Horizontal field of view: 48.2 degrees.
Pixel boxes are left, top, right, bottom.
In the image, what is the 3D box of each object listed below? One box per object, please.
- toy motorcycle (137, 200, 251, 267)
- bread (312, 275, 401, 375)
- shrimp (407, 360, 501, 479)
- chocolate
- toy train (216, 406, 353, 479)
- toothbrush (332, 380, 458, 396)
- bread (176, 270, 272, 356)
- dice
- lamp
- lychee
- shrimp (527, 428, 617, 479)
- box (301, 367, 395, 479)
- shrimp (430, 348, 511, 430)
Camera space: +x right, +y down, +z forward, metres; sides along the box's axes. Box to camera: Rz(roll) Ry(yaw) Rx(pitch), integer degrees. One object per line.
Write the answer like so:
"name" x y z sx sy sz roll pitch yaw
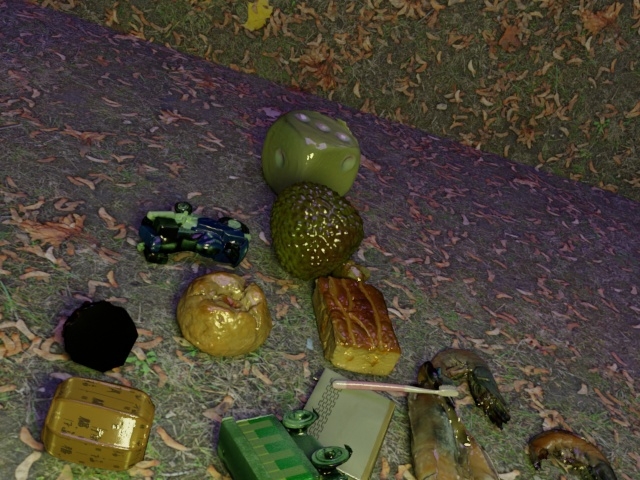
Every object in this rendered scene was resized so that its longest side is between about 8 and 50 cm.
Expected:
"toy motorcycle" -0.322 -0.007 1.929 0.331 0.125 0.196 2 35 -37
"bread" 0.087 0.211 1.843 0.185 0.114 0.274 11 30 -18
"shrimp" 0.292 0.449 1.611 0.221 0.110 0.445 17 34 -19
"chocolate" -0.486 0.187 1.533 0.156 0.156 0.133 1 9 -31
"toy train" -0.061 0.412 1.305 0.203 0.120 0.301 -8 14 -22
"toothbrush" 0.170 0.334 1.627 0.287 0.020 0.025 4 27 -1
"bread" -0.225 0.161 1.703 0.245 0.134 0.244 17 33 -12
"dice" -0.034 -0.276 2.398 0.250 0.254 0.252 -9 44 -37
"lamp" -0.401 0.332 1.305 0.185 0.161 0.161 16 31 -13
"lychee" -0.006 -0.010 1.986 0.270 0.319 0.270 -11 -1 0
"shrimp" 0.604 0.551 1.680 0.222 0.054 0.290 10 29 -20
"box" 0.042 0.406 1.568 0.211 0.045 0.270 24 31 6
"shrimp" 0.371 0.364 1.821 0.178 0.075 0.289 3 35 -15
